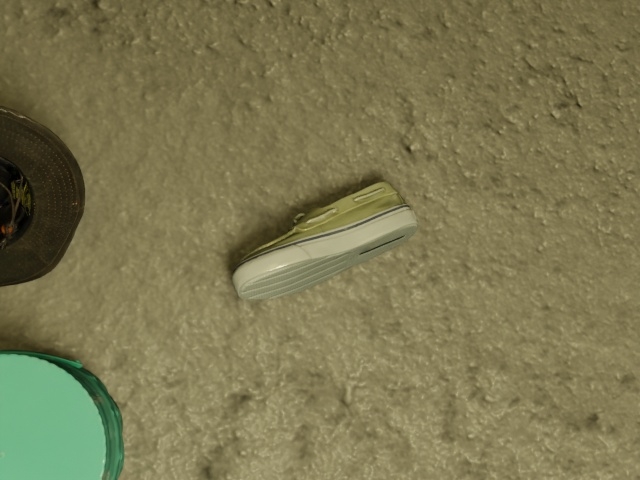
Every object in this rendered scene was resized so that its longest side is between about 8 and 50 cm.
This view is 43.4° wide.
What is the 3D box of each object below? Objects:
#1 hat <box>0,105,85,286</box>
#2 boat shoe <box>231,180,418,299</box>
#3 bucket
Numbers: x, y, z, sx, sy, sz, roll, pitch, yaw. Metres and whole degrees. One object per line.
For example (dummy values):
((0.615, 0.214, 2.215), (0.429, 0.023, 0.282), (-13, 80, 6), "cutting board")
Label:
((-0.494, -0.073, 1.080), (0.331, 0.331, 0.134), (-18, 42, -13), "hat")
((0.000, 0.000, 1.196), (0.302, 0.109, 0.094), (-20, 64, -22), "boat shoe")
((-0.385, 0.270, 1.010), (0.281, 0.183, 0.281), (3, 74, -9), "bucket")
